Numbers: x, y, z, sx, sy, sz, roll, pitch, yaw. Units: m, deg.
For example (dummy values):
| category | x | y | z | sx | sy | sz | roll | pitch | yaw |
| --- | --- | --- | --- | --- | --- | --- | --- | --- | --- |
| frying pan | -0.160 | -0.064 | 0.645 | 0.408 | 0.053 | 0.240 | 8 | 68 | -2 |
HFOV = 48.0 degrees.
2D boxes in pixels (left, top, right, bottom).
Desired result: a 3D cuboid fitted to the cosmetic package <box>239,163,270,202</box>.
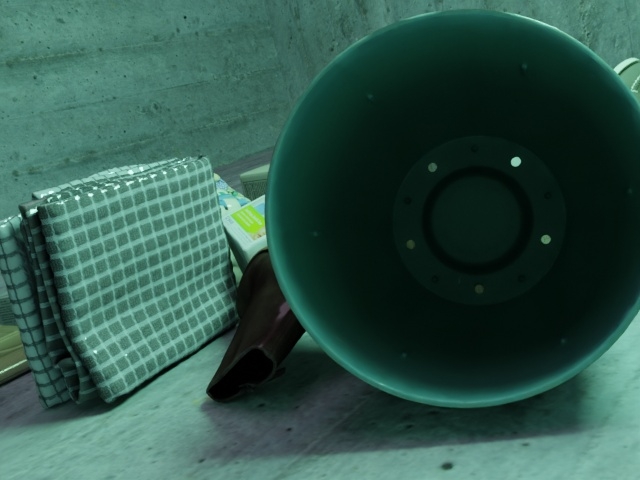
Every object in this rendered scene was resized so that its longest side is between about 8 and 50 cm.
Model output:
| category | x | y | z | sx | sy | sz | roll | pitch | yaw |
| --- | --- | --- | --- | --- | --- | --- | --- | --- | --- |
| cosmetic package | 0.014 | -0.080 | 1.302 | 0.296 | 0.153 | 0.129 | -2 | 18 | 40 |

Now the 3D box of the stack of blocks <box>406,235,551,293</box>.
| category | x | y | z | sx | sy | sz | roll | pitch | yaw |
| --- | --- | --- | --- | --- | --- | --- | --- | --- | --- |
| stack of blocks | 0.224 | -0.024 | 0.920 | 0.171 | 0.087 | 0.297 | -17 | 16 | -10 |

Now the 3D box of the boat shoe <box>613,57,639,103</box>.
| category | x | y | z | sx | sy | sz | roll | pitch | yaw |
| --- | --- | --- | --- | --- | --- | --- | --- | --- | --- |
| boat shoe | 0.462 | -0.167 | 1.122 | 0.091 | 0.109 | 0.305 | 19 | 62 | 40 |

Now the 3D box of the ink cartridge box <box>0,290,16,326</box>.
| category | x | y | z | sx | sy | sz | roll | pitch | yaw |
| --- | --- | --- | --- | --- | --- | --- | --- | --- | --- |
| ink cartridge box | -0.400 | 0.072 | 1.287 | 0.275 | 0.060 | 0.239 | -10 | 14 | 16 |

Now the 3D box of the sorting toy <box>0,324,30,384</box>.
| category | x | y | z | sx | sy | sz | roll | pitch | yaw |
| --- | --- | --- | --- | --- | --- | --- | --- | --- | --- |
| sorting toy | -0.513 | 0.186 | 0.957 | 0.229 | 0.041 | 0.307 | 2 | 19 | 37 |

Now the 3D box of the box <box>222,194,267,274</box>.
| category | x | y | z | sx | sy | sz | roll | pitch | yaw |
| --- | --- | --- | --- | --- | --- | --- | --- | --- | --- |
| box | -0.016 | -0.016 | 0.975 | 0.203 | 0.103 | 0.114 | -29 | 32 | -13 |

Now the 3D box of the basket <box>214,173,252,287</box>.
| category | x | y | z | sx | sy | sz | roll | pitch | yaw |
| --- | --- | --- | --- | --- | --- | --- | --- | --- | --- |
| basket | -0.243 | -0.017 | 1.134 | 0.289 | 0.201 | 0.255 | 8 | 8 | 42 |

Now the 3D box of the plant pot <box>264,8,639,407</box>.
| category | x | y | z | sx | sy | sz | roll | pitch | yaw |
| --- | --- | --- | --- | --- | --- | --- | --- | --- | --- |
| plant pot | 0.128 | -0.021 | 0.637 | 0.293 | 0.292 | 0.235 | -10 | -4 | 16 |

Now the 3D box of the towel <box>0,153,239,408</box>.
| category | x | y | z | sx | sy | sz | roll | pitch | yaw |
| --- | --- | --- | --- | --- | --- | --- | --- | --- | --- |
| towel | -0.216 | 0.035 | 0.841 | 0.121 | 0.234 | 0.284 | 1 | 18 | 31 |

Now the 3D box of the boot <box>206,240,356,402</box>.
| category | x | y | z | sx | sy | sz | roll | pitch | yaw |
| --- | --- | --- | --- | --- | --- | --- | --- | --- | --- |
| boot | -0.068 | 0.086 | 0.771 | 0.248 | 0.090 | 0.207 | -38 | 11 | 49 |

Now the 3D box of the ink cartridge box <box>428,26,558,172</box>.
| category | x | y | z | sx | sy | sz | roll | pitch | yaw |
| --- | --- | --- | --- | --- | --- | --- | --- | --- | --- |
| ink cartridge box | 0.268 | -0.213 | 1.313 | 0.161 | 0.279 | 0.385 | -17 | 13 | -18 |
